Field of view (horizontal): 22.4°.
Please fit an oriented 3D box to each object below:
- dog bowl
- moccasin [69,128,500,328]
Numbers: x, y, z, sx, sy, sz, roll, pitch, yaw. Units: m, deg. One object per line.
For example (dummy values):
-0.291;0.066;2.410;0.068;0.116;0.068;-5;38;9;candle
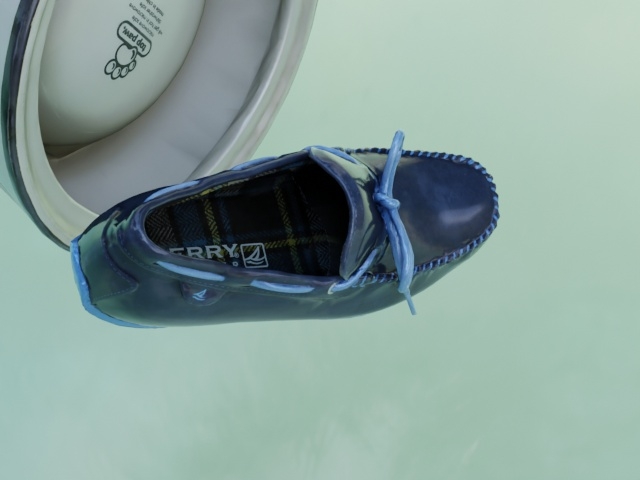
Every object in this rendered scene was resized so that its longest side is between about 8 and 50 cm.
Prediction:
-0.172;-0.198;1.386;0.150;0.408;0.408;26;62;25;dog bowl
0.000;0.000;1.133;0.342;0.117;0.137;-16;80;-33;moccasin
